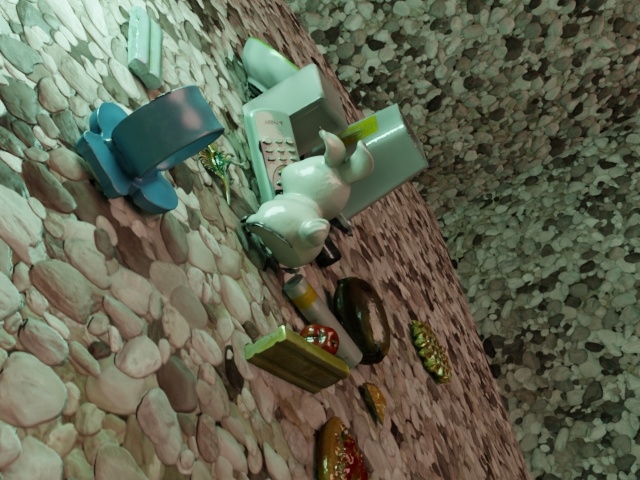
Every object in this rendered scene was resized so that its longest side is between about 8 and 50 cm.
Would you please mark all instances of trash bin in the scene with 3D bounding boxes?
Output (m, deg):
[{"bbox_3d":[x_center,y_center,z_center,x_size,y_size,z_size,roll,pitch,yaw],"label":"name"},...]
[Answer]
[{"bbox_3d":[0.140,-0.224,1.941,0.296,0.367,0.256,53,19,-29],"label":"trash bin"}]

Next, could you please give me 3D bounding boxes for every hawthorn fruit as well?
[{"bbox_3d":[-0.001,0.221,1.351,0.093,0.093,0.093,52,20,-28],"label":"hawthorn fruit"}]

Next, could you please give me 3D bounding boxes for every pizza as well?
[{"bbox_3d":[0.135,0.408,1.553,0.123,0.026,0.109,46,26,-48],"label":"pizza"},{"bbox_3d":[0.064,0.457,1.229,0.199,0.062,0.188,55,21,-24],"label":"pizza"}]

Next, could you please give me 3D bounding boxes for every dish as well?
[{"bbox_3d":[-0.125,-0.457,1.890,0.324,0.124,0.324,39,2,-2],"label":"dish"}]

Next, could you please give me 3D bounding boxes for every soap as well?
[{"bbox_3d":[-0.038,0.237,1.219,0.252,0.092,0.037,41,25,-48],"label":"soap"}]

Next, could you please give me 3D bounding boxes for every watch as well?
[{"bbox_3d":[-0.263,-0.165,1.024,0.211,0.193,0.211,52,18,-25],"label":"watch"}]

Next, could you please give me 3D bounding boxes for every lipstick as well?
[{"bbox_3d":[0.009,0.193,1.467,0.264,0.059,0.059,54,19,-23],"label":"lipstick"}]

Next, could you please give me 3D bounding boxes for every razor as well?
[{"bbox_3d":[0.000,0.000,1.734,0.148,0.054,0.090,62,18,5],"label":"razor"}]

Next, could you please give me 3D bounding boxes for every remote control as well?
[{"bbox_3d":[-0.104,-0.190,1.575,0.140,0.056,0.297,-7,82,-46],"label":"remote control"}]

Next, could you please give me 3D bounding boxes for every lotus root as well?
[{"bbox_3d":[0.106,0.205,1.610,0.123,0.124,0.241,33,36,-52],"label":"lotus root"}]

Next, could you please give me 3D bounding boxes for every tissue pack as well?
[{"bbox_3d":[-0.069,-0.339,1.732,0.159,0.246,0.136,41,28,-50],"label":"tissue pack"}]

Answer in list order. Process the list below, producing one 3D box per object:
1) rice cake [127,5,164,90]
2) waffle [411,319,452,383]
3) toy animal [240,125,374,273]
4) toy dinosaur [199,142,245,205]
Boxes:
[{"bbox_3d":[-0.373,-0.414,1.336,0.085,0.040,0.226,44,25,-45],"label":"rice cake"},{"bbox_3d":[0.403,0.396,2.269,0.253,0.056,0.249,62,17,5],"label":"waffle"},{"bbox_3d":[-0.024,-0.093,1.430,0.183,0.310,0.247,40,-23,-7],"label":"toy animal"},{"bbox_3d":[-0.227,-0.165,1.387,0.106,0.044,0.187,37,40,-26],"label":"toy dinosaur"}]
